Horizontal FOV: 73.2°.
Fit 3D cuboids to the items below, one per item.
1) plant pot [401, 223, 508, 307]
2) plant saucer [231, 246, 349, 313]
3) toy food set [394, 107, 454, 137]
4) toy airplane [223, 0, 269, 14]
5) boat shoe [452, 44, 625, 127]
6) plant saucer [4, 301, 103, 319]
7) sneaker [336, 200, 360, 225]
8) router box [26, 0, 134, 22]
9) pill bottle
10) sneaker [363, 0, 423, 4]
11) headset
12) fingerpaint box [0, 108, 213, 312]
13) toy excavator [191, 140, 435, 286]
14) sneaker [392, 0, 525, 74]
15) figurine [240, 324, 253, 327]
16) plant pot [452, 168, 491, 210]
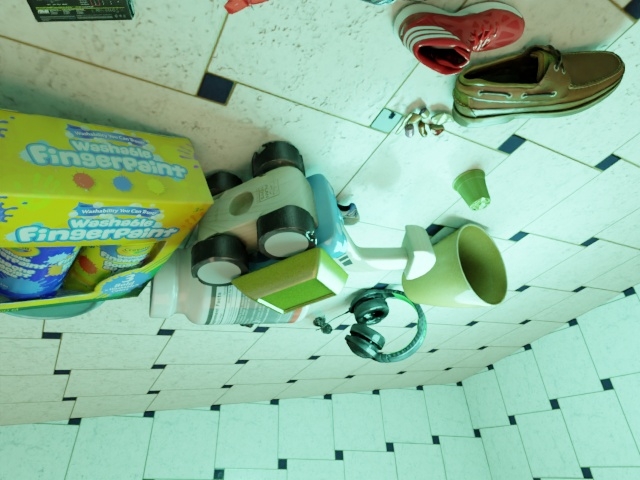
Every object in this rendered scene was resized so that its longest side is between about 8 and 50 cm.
[{"bbox_3d":[0.373,0.105,1.278,0.237,0.236,0.254,15,152,-36],"label":"plant pot"},{"bbox_3d":[-0.049,0.094,0.859,0.189,0.045,0.188,-22,153,12],"label":"plant saucer"},{"bbox_3d":[0.209,-0.235,0.870,0.122,0.019,0.078,-2,147,-30],"label":"toy food set"},{"bbox_3d":[-0.115,-0.362,0.558,0.151,0.028,0.151,-10,147,-7],"label":"toy airplane"},{"bbox_3d":[0.394,-0.286,0.768,0.308,0.110,0.104,-15,148,4],"label":"boat shoe"},{"bbox_3d":[-0.701,0.129,1.093,0.318,0.043,0.317,-9,146,-6],"label":"plant saucer"},{"bbox_3d":[0.026,-0.068,1.040,0.136,0.052,0.058,-7,127,2],"label":"sneaker"},{"bbox_3d":[-0.308,-0.327,0.536,0.123,0.038,0.092,-6,147,-10],"label":"router box"},{"bbox_3d":[-0.220,0.101,1.058,0.364,0.210,0.210,4,144,-23],"label":"pill bottle"},{"bbox_3d":[0.097,-0.349,0.562,0.284,0.122,0.110,-3,146,-14],"label":"sneaker"},{"bbox_3d":[0.165,0.295,1.477,0.395,0.243,0.185,-1,148,22],"label":"headset"},{"bbox_3d":[-0.473,-0.025,0.721,0.445,0.163,0.371,-1,149,-47],"label":"fingerpaint box"},{"bbox_3d":[0.000,0.000,0.954,0.434,0.222,0.445,-21,144,15],"label":"toy excavator"},{"bbox_3d":[0.232,-0.302,0.673,0.222,0.127,0.087,-7,147,-8],"label":"sneaker"},{"bbox_3d":[-0.235,0.154,1.261,0.215,0.092,0.209,17,129,-36],"label":"figurine"},{"bbox_3d":[0.376,-0.116,1.048,0.084,0.079,0.083,-10,147,-6],"label":"plant pot"}]
